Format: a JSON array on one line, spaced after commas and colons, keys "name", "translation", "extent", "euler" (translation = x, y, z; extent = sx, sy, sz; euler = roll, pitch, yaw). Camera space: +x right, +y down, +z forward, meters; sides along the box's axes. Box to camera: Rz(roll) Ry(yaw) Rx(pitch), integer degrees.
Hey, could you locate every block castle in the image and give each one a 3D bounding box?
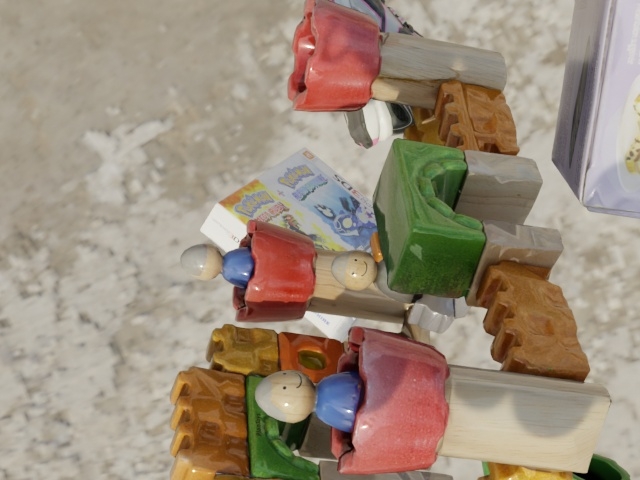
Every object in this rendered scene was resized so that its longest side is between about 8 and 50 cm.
[{"name": "block castle", "translation": [0.020, 0.066, 1.159], "extent": [0.213, 0.303, 0.453], "euler": [8, 37, -12]}]

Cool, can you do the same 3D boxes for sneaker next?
[{"name": "sneaker", "translation": [0.047, -0.159, 1.339], "extent": [0.077, 0.072, 0.178], "euler": [-10, 73, -12]}]

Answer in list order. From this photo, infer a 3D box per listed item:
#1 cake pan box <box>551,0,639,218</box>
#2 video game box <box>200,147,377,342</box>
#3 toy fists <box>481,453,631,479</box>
[{"name": "cake pan box", "translation": [0.166, -0.151, 0.808], "extent": [0.070, 0.246, 0.267], "euler": [8, 96, 2]}, {"name": "video game box", "translation": [0.000, 0.000, 1.735], "extent": [0.187, 0.048, 0.205], "euler": [37, 32, 9]}, {"name": "toy fists", "translation": [0.295, 0.317, 2.071], "extent": [0.096, 0.279, 0.142], "euler": [-10, 112, -30]}]
